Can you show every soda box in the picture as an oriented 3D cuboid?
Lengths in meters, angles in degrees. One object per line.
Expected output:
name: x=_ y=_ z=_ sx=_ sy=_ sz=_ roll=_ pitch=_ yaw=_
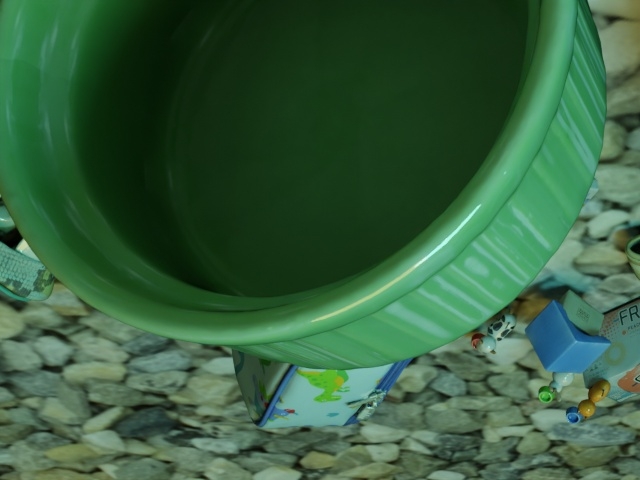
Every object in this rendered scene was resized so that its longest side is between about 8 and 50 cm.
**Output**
soda box: x=0.311 y=0.077 z=1.381 sx=0.183 sy=0.063 sz=0.058 roll=-29 pitch=144 yaw=34

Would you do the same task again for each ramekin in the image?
ramekin: x=-0.003 y=-0.080 z=0.807 sx=0.303 sy=0.303 sz=0.148 roll=-18 pitch=156 yaw=19

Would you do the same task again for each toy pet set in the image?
toy pet set: x=0.196 y=0.106 z=1.353 sx=0.122 sy=0.065 sz=0.114 roll=36 pitch=127 yaw=-3

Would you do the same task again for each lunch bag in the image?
lunch bag: x=0.000 y=0.000 z=1.015 sx=0.090 sy=0.219 sz=0.176 roll=2 pitch=149 yaw=-18

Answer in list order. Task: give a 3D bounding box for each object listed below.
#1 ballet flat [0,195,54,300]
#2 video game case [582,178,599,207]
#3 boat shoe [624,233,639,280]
ballet flat: x=-0.230 y=-0.023 z=1.085 sx=0.079 sy=0.077 sz=0.221 roll=-37 pitch=143 yaw=10
video game case: x=0.148 y=-0.015 z=1.235 sx=0.087 sy=0.011 sz=0.122 roll=5 pitch=149 yaw=-19
boat shoe: x=0.318 y=0.000 z=1.259 sx=0.153 sy=0.056 sz=0.048 roll=-9 pitch=156 yaw=19
